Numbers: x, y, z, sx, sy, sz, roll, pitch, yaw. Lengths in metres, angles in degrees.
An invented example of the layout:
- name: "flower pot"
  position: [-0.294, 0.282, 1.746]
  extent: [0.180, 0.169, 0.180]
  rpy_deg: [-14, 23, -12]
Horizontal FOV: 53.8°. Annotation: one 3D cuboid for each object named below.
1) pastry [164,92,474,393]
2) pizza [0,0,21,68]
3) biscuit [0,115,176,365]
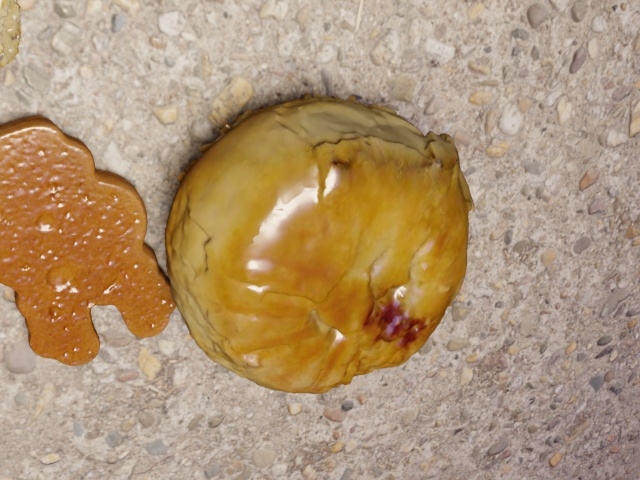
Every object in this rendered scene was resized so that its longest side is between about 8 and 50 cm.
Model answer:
- name: "pastry"
  position: [0.000, 0.000, 0.808]
  extent: [0.409, 0.245, 0.410]
  rpy_deg: [-13, 123, -21]
- name: "pizza"
  position: [-0.383, -0.236, 0.605]
  extent: [0.297, 0.071, 0.189]
  rpy_deg: [-44, 122, -8]
- name: "biscuit"
  position: [-0.308, 0.007, 0.781]
  extent: [0.202, 0.047, 0.334]
  rpy_deg: [-24, 125, -15]
